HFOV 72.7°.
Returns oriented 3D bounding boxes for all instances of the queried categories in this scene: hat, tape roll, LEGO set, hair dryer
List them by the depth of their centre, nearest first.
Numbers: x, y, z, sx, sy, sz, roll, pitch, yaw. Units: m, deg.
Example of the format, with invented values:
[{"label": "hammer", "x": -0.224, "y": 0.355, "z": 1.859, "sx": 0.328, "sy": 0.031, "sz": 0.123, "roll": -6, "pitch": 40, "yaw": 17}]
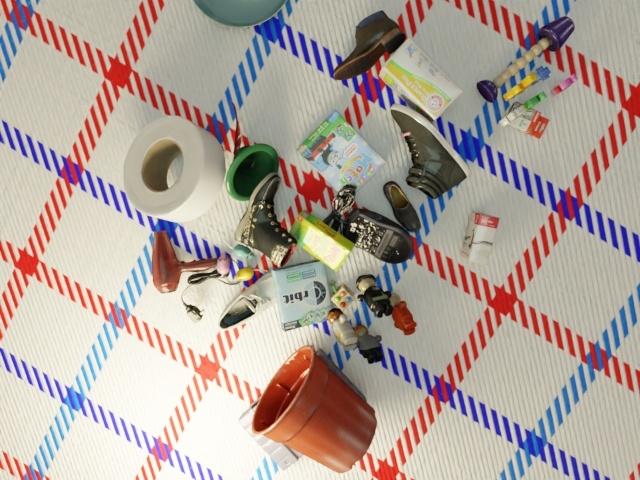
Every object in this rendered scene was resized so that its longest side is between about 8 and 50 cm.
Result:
[{"label": "LEGO set", "x": 0.575, "y": -0.408, "z": 1.159, "sx": 0.227, "sy": 0.093, "sz": 0.087, "roll": -32, "pitch": 86, "yaw": -5}, {"label": "tape roll", "x": -0.409, "y": -0.196, "z": 1.214, "sx": 0.286, "sy": 0.100, "sz": 0.286, "roll": -3, "pitch": 82, "yaw": 23}, {"label": "hat", "x": -0.237, "y": -0.246, "z": 1.274, "sx": 0.208, "sy": 0.173, "sz": 0.183, "roll": -49, "pitch": 58, "yaw": -2}, {"label": "hair dryer", "x": -0.405, "y": 0.083, "z": 1.332, "sx": 0.293, "sy": 0.080, "sz": 0.223, "roll": 44, "pitch": 82, "yaw": -8}]

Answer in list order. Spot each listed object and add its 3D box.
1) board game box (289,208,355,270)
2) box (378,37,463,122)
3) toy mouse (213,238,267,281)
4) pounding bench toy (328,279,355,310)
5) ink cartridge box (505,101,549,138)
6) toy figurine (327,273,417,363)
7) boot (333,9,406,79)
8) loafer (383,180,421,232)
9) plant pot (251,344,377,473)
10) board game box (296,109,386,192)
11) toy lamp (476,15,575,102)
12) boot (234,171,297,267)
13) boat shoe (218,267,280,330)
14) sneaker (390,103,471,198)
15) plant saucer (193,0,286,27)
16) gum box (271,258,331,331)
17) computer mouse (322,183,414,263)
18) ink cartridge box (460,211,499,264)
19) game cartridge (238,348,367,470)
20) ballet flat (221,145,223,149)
[{"label": "board game box", "x": 0.000, "y": 0.000, "z": 1.269, "sx": 0.181, "sy": 0.043, "sz": 0.092, "roll": 35, "pitch": 127, "yaw": 4}, {"label": "box", "x": 0.270, "y": -0.428, "z": 1.186, "sx": 0.203, "sy": 0.114, "sz": 0.103, "roll": 43, "pitch": 98, "yaw": -4}, {"label": "toy mouse", "x": -0.256, "y": 0.060, "z": 1.291, "sx": 0.161, "sy": 0.031, "sz": 0.143, "roll": -21, "pitch": 105, "yaw": -1}, {"label": "pounding bench toy", "x": 0.056, "y": 0.158, "z": 1.302, "sx": 0.083, "sy": 0.065, "sz": 0.052, "roll": 45, "pitch": 98, "yaw": -3}, {"label": "ink cartridge box", "x": 0.582, "y": -0.336, "z": 1.220, "sx": 0.115, "sy": 0.029, "sz": 0.063, "roll": 24, "pitch": 98, "yaw": 1}, {"label": "toy figurine", "x": 0.139, "y": 0.222, "z": 1.239, "sx": 0.209, "sy": 0.148, "sz": 0.213, "roll": -46, "pitch": 130, "yaw": 12}, {"label": "boot", "x": 0.117, "y": -0.541, "z": 1.213, "sx": 0.219, "sy": 0.082, "sz": 0.106, "roll": -29, "pitch": 73, "yaw": 11}, {"label": "loafer", "x": 0.237, "y": -0.094, "z": 1.258, "sx": 0.062, "sy": 0.061, "sz": 0.170, "roll": -35, "pitch": 95, "yaw": 6}, {"label": "plant pot", "x": -0.005, "y": 0.481, "z": 1.210, "sx": 0.265, "sy": 0.272, "sz": 0.272, "roll": 39, "pitch": 98, "yaw": -11}, {"label": "board game box", "x": 0.061, "y": -0.244, "z": 1.261, "sx": 0.211, "sy": 0.039, "sz": 0.160, "roll": 45, "pitch": 98, "yaw": -4}, {"label": "toy lamp", "x": 0.556, "y": -0.493, "z": 1.179, "sx": 0.274, "sy": 0.080, "sz": 0.080, "roll": -38, "pitch": 94, "yaw": 10}, {"label": "boot", "x": -0.129, "y": -0.056, "z": 1.251, "sx": 0.178, "sy": 0.085, "sz": 0.236, "roll": 35, "pitch": 108, "yaw": 17}, {"label": "boat shoe", "x": -0.199, "y": 0.180, "z": 1.309, "sx": 0.267, "sy": 0.088, "sz": 0.096, "roll": -33, "pitch": 94, "yaw": 7}, {"label": "sneaker", "x": 0.271, "y": -0.237, "z": 1.214, "sx": 0.296, "sy": 0.104, "sz": 0.147, "roll": 44, "pitch": 93, "yaw": -7}, {"label": "plant saucer", "x": -0.220, "y": -0.752, "z": 1.208, "sx": 0.317, "sy": 0.044, "sz": 0.318, "roll": 0, "pitch": 97, "yaw": 3}, {"label": "gum box", "x": -0.053, "y": 0.161, "z": 1.294, "sx": 0.156, "sy": 0.041, "sz": 0.185, "roll": -12, "pitch": 97, "yaw": -19}, {"label": "computer mouse", "x": 0.149, "y": -0.035, "z": 1.262, "sx": 0.272, "sy": 0.072, "sz": 0.189, "roll": 30, "pitch": 121, "yaw": 4}, {"label": "ink cartridge box", "x": 0.451, "y": -0.008, "z": 1.238, "sx": 0.056, "sy": 0.099, "sz": 0.135, "roll": 12, "pitch": 98, "yaw": 2}, {"label": "game cartridge", "x": -0.061, "y": 0.531, "z": 1.365, "sx": 0.355, "sy": 0.068, "sz": 0.230, "roll": -42, "pitch": 97, "yaw": 8}, {"label": "ballet flat", "x": -0.345, "y": -0.178, "z": 1.289, "sx": 0.073, "sy": 0.080, "sz": 0.232, "roll": 37, "pitch": 102, "yaw": -30}]
